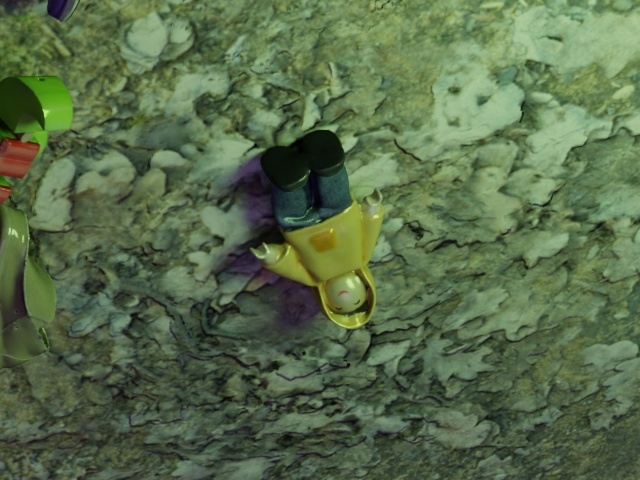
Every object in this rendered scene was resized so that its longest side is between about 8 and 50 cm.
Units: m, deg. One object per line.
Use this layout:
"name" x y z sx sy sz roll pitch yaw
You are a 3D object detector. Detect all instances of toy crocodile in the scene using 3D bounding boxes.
"toy crocodile" -0.392 -0.060 1.681 0.340 0.105 0.115 -45 157 20

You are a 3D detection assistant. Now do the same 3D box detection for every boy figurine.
"boy figurine" 0.000 0.000 1.929 0.177 0.092 0.285 -21 131 -7

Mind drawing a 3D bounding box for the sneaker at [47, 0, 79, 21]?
"sneaker" -0.273 -0.308 1.577 0.071 0.068 0.169 3 121 -5

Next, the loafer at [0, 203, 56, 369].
"loafer" -0.362 0.052 1.828 0.092 0.102 0.268 -8 143 -20
